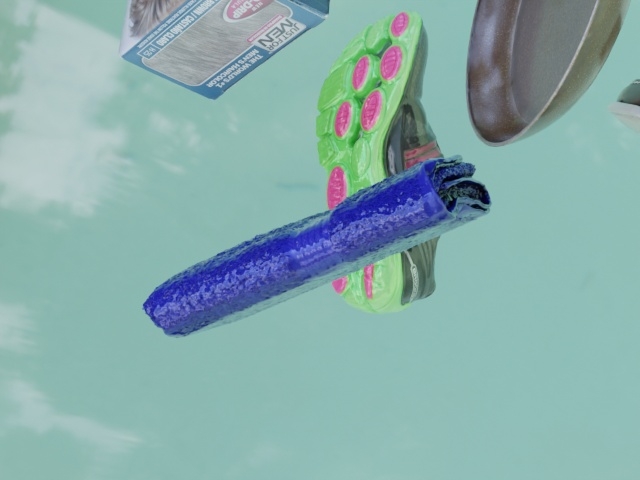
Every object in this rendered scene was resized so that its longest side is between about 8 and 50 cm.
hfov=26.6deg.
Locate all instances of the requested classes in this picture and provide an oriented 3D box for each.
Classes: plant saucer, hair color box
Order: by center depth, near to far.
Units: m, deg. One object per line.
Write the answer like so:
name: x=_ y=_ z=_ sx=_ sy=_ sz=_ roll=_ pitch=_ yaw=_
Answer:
hair color box: x=-0.069 y=-0.318 z=1.191 sx=0.174 sy=0.105 sz=0.347 roll=-29 pitch=48 yaw=47
plant saucer: x=0.219 y=-0.233 z=1.260 sx=0.310 sy=0.050 sz=0.311 roll=-167 pitch=90 yaw=-75

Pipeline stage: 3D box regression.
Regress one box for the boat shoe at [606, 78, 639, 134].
boat shoe: x=0.422 y=-0.141 z=1.450 sx=0.097 sy=0.116 sz=0.324 roll=-63 pitch=20 yaw=2

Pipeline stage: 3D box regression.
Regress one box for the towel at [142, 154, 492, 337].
towel: x=0.000 y=0.000 z=1.301 sx=0.308 sy=0.227 sz=0.076 roll=-24 pitch=85 yaw=17

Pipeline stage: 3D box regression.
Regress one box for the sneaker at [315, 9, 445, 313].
sneaker: x=0.113 y=-0.123 z=2.157 sx=0.185 sy=0.202 sz=0.483 roll=1 pitch=85 yaw=44
